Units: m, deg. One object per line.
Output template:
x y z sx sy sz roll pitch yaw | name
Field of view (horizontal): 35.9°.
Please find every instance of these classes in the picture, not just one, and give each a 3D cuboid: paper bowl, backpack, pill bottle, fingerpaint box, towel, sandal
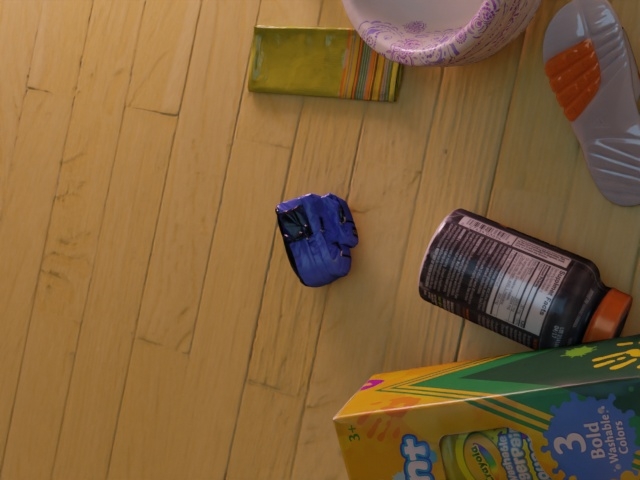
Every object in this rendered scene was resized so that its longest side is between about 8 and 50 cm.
0.166 -0.363 1.250 0.284 0.148 0.284 12 107 44 | paper bowl
0.000 0.000 1.358 0.101 0.098 0.120 -18 79 18 | backpack
0.255 0.062 1.227 0.246 0.130 0.130 24 97 22 | pill bottle
0.256 0.362 1.139 0.371 0.163 0.445 -11 97 23 | fingerpaint box
0.005 -0.255 1.411 0.237 0.021 0.102 7 89 24 | towel
0.354 -0.173 1.235 0.102 0.076 0.265 -12 103 31 | sandal
